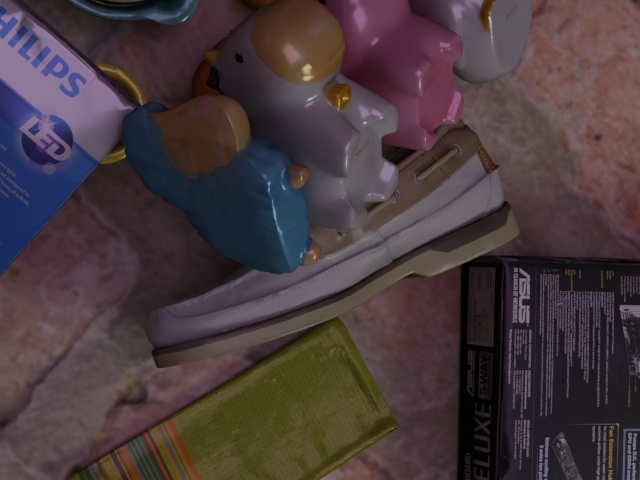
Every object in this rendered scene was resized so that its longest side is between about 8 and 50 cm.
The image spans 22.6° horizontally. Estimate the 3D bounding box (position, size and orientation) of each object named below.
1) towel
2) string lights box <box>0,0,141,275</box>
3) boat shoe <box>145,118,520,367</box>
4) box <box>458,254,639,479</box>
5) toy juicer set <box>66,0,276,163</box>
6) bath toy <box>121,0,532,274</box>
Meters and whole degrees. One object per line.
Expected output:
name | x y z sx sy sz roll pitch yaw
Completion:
towel | -0.060 0.155 1.160 0.237 0.021 0.102 -31 100 -18
string lights box | -0.248 -0.031 1.026 0.133 0.077 0.260 42 92 -11
boat shoe | 0.000 0.000 1.144 0.302 0.113 0.103 -23 96 -30
box | 0.229 0.166 1.236 0.242 0.076 0.307 1 89 -20
toy juicer set | -0.105 -0.223 1.115 0.209 0.089 0.329 -8 91 -20
bath toy | 0.020 -0.121 1.084 0.348 0.129 0.151 -41 138 -44
